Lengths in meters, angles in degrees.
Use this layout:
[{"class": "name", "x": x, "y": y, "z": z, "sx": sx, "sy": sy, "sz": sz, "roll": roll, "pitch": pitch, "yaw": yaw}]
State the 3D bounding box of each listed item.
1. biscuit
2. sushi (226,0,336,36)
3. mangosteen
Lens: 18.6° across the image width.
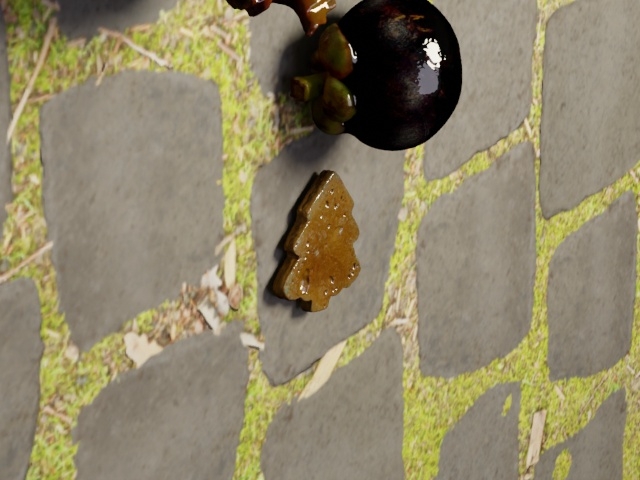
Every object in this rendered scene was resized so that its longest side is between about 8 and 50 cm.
[{"class": "biscuit", "x": 0.000, "y": 0.000, "z": 1.727, "sx": 0.119, "sy": 0.019, "sz": 0.129, "roll": -10, "pitch": 112, "yaw": -54}, {"class": "sushi", "x": -0.077, "y": -0.274, "z": 1.314, "sx": 0.196, "sy": 0.182, "sz": 0.343, "roll": -56, "pitch": 155, "yaw": 8}, {"class": "mangosteen", "x": 0.046, "y": -0.140, "z": 1.658, "sx": 0.151, "sy": 0.137, "sz": 0.137, "roll": -12, "pitch": 119, "yaw": -16}]
